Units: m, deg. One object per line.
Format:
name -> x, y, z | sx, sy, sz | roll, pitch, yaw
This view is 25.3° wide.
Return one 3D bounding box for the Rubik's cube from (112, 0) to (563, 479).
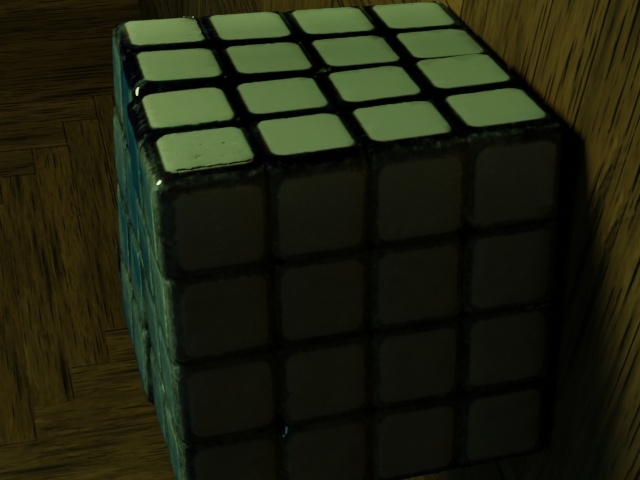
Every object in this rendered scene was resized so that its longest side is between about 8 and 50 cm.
Rubik's cube -> 0.000, 0.000, 1.299 | 0.337, 0.344, 0.344 | -118, 23, -57
